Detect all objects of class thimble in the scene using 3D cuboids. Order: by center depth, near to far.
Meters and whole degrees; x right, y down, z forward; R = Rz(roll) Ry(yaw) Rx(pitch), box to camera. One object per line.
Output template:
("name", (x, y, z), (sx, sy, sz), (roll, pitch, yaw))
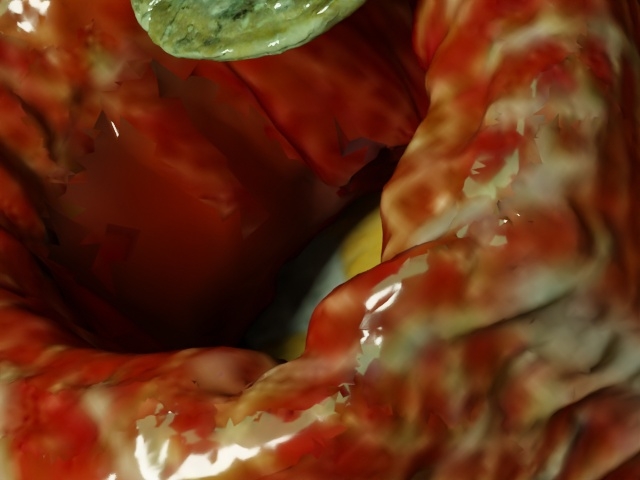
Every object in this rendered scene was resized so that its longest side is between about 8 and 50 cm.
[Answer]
("thimble", (0.000, 0.000, 0.711), (0.350, 0.230, 0.350), (-18, 49, 23))

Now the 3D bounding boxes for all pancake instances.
("pancake", (-0.020, -0.114, 0.633), (0.116, 0.022, 0.129), (-24, 46, 22))
